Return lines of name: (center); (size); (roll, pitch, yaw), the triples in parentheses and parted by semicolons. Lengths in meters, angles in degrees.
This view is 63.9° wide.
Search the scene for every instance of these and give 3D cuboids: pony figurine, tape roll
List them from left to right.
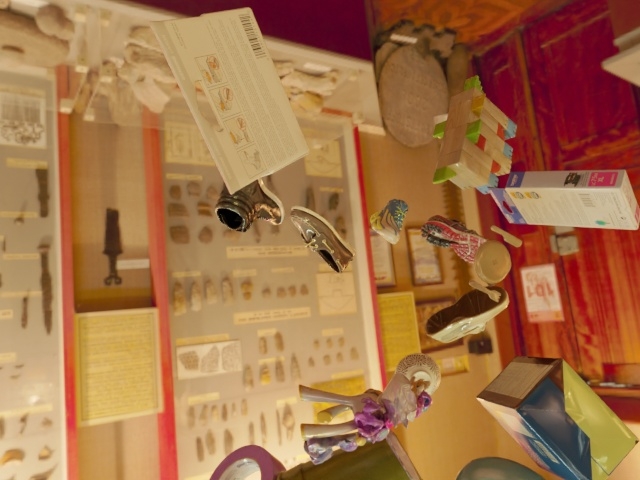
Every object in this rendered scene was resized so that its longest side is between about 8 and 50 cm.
tape roll: (-0.232, 0.779, 1.577); (0.275, 0.275, 0.090); (-13, 129, 35)
pony figurine: (0.134, 0.451, 1.284); (0.363, 0.303, 0.351); (-8, -166, -2)

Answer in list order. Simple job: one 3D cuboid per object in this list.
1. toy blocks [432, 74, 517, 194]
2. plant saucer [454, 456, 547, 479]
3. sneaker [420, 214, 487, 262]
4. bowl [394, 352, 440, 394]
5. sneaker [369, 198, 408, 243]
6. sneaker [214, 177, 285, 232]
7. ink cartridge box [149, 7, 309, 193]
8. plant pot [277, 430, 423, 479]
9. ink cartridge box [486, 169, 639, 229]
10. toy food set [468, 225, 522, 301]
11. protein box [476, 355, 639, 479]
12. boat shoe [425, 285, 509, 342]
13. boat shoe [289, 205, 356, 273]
toy blocks: (0.526, -0.304, 1.692); (0.261, 0.381, 0.191); (29, 157, -30)
plant saucer: (0.419, 0.640, 1.125); (0.044, 0.317, 0.317); (-12, 177, -43)
sneaker: (0.533, -0.015, 1.925); (0.299, 0.121, 0.112); (28, -136, 20)
bowl: (0.357, 0.498, 1.850); (0.170, 0.170, 0.080); (-6, 179, 0)
sneaker: (0.223, -0.074, 1.608); (0.091, 0.126, 0.240); (37, -171, -15)
sneaker: (-0.184, -0.074, 1.318); (0.104, 0.147, 0.296); (13, 160, 21)
ink cartridge box: (-0.162, -0.253, 0.926); (0.066, 0.296, 0.261); (-12, -163, 38)
plant pot: (0.120, 0.734, 1.454); (0.353, 0.366, 0.366); (-31, 172, -5)
ink cartridge box: (0.594, -0.101, 1.267); (0.311, 0.065, 0.186); (3, 154, 43)
toy food set: (0.485, 0.063, 1.455); (0.132, 0.192, 0.038); (28, 171, -18)
protein box: (0.455, 0.350, 1.016); (0.136, 0.200, 0.201); (-41, 174, -10)
boat shoe: (0.475, 0.242, 1.626); (0.098, 0.109, 0.302); (35, 129, -23)
boat shoe: (0.000, 0.000, 1.761); (0.116, 0.096, 0.324); (11, 156, 46)
